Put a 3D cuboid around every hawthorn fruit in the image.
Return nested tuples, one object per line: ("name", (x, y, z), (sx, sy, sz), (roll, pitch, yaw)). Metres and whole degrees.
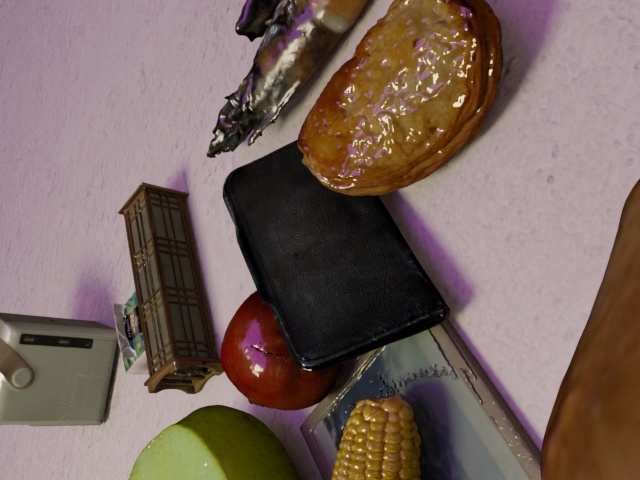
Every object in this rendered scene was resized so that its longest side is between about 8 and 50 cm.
("hawthorn fruit", (-0.050, 0.126, 0.841), (0.172, 0.148, 0.148), (-30, 59, 51))

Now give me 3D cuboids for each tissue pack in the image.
("tissue pack", (-0.291, 0.147, 1.162), (0.085, 0.079, 0.111), (-46, 50, 34))

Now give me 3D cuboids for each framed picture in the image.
("framed picture", (0.108, 0.246, 0.714), (0.247, 0.022, 0.335), (-54, 45, 26))

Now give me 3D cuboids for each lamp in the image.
("lamp", (-0.232, 0.067, 1.107), (0.090, 0.089, 0.325), (-40, 53, 35))

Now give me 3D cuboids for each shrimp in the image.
("shrimp", (-0.054, -0.308, 0.997), (0.445, 0.085, 0.272), (-58, 39, 19))

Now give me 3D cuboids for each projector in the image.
("projector", (-0.494, 0.223, 1.258), (0.163, 0.242, 0.177), (5, 84, 48))

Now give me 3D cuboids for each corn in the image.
("corn", (0.047, 0.292, 0.689), (0.101, 0.101, 0.292), (-3, 74, 49))

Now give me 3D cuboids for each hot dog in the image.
("hot dog", (0.087, -0.156, 0.770), (0.259, 0.114, 0.175), (-49, 52, 33))

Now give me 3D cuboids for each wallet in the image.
("wallet", (0.000, 0.000, 0.804), (0.172, 0.045, 0.318), (-24, 48, -5))

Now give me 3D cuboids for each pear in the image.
("pear", (-0.117, 0.331, 0.857), (0.292, 0.159, 0.293), (-17, 66, 43))

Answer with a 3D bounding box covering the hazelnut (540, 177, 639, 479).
("hazelnut", (0.282, 0.103, 0.320), (0.365, 0.365, 0.366), (-15, 70, 47))
